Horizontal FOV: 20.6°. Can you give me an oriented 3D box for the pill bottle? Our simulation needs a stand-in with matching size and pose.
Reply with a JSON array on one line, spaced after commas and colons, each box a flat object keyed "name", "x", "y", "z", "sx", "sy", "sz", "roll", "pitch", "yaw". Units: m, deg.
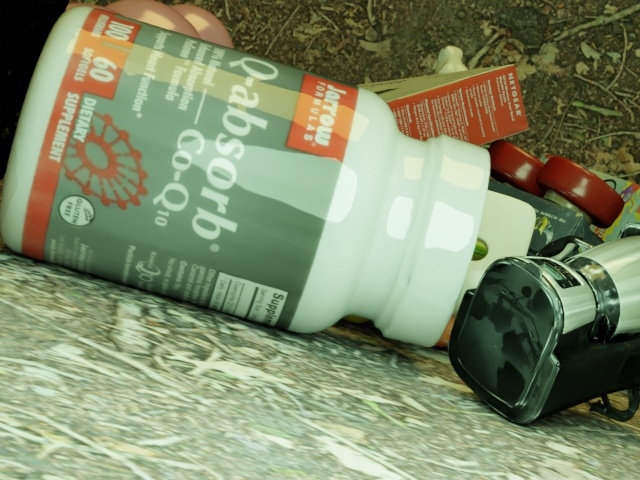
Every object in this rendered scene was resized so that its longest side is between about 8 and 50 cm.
[{"name": "pill bottle", "x": -0.060, "y": -0.045, "z": 1.428, "sx": 0.363, "sy": 0.210, "sz": 0.210, "roll": 16, "pitch": 6, "yaw": -3}]

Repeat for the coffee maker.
[{"name": "coffee maker", "x": 0.200, "y": 0.083, "z": 1.374, "sx": 0.178, "sy": 0.171, "sz": 0.120, "roll": -11, "pitch": 16, "yaw": -39}]

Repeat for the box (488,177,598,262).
[{"name": "box", "x": 0.182, "y": 0.003, "z": 1.792, "sx": 0.232, "sy": 0.059, "sz": 0.183, "roll": 24, "pitch": -17, "yaw": 33}]

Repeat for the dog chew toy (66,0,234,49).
[{"name": "dog chew toy", "x": -0.227, "y": -0.197, "z": 2.094, "sx": 0.206, "sy": 0.207, "sz": 0.332, "roll": 20, "pitch": 29, "yaw": 32}]

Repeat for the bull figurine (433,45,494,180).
[{"name": "bull figurine", "x": 0.170, "y": -0.102, "z": 2.312, "sx": 0.101, "sy": 0.310, "sz": 0.188, "roll": -16, "pitch": 13, "yaw": -10}]

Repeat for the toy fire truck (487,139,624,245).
[{"name": "toy fire truck", "x": 0.282, "y": 0.029, "z": 2.019, "sx": 0.254, "sy": 0.169, "sz": 0.302, "roll": 36, "pitch": -4, "yaw": -27}]

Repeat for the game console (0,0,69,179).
[{"name": "game console", "x": -0.289, "y": -0.141, "z": 1.776, "sx": 0.044, "sy": 0.213, "sz": 0.361, "roll": 13, "pitch": 18, "yaw": -32}]

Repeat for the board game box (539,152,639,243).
[{"name": "board game box", "x": 0.370, "y": 0.002, "z": 2.322, "sx": 0.144, "sy": 0.142, "sz": 0.275, "roll": 36, "pitch": -3, "yaw": -24}]

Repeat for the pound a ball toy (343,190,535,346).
[{"name": "pound a ball toy", "x": 0.070, "y": 0.032, "z": 1.629, "sx": 0.319, "sy": 0.136, "sz": 0.208, "roll": 17, "pitch": -19, "yaw": 7}]

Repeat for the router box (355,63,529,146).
[{"name": "router box", "x": 0.025, "y": -0.125, "z": 2.092, "sx": 0.301, "sy": 0.082, "sz": 0.335, "roll": -19, "pitch": 10, "yaw": -31}]
